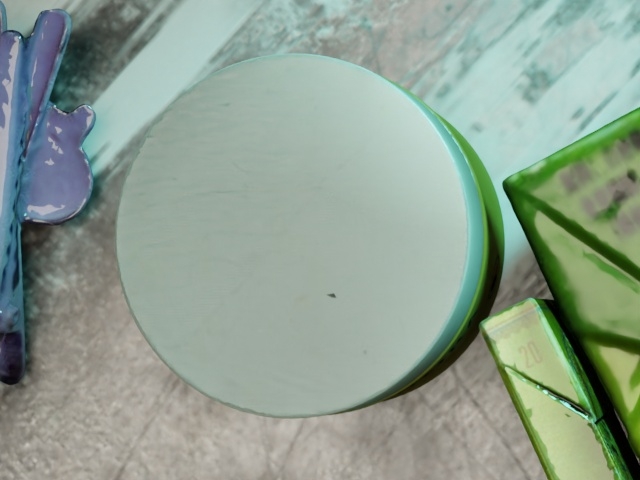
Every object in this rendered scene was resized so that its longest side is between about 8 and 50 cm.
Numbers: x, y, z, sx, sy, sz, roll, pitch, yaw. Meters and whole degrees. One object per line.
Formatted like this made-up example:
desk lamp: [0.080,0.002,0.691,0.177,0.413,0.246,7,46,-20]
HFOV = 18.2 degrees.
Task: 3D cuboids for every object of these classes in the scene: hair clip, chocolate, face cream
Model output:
hair clip: [-0.230,-0.023,1.365,0.137,0.090,0.279,11,85,13]
chocolate: [0.309,0.024,1.218,0.300,0.137,0.289,-28,82,11]
face cream: [0.000,0.000,1.261,0.218,0.179,0.218,0,88,12]

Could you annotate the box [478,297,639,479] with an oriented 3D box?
box: [0.187,0.182,1.217,0.043,0.173,0.311,-26,83,10]
